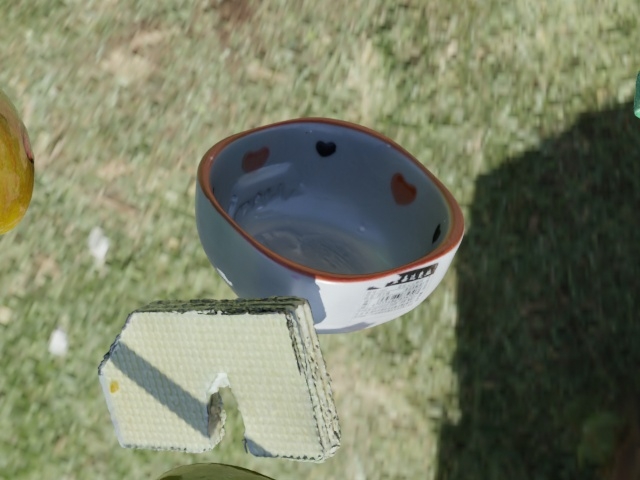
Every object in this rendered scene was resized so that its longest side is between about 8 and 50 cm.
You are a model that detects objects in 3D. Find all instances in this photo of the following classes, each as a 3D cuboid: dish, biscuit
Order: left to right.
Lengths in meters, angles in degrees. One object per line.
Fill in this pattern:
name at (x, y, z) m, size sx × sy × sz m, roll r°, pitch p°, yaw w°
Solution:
biscuit at (-0.096, 0.123, 1.768) m, size 0.250 × 0.046 × 0.147 m, roll -3°, pitch 110°, yaw 37°
dish at (0.000, 0.000, 1.894) m, size 0.256 × 0.256 × 0.117 m, roll 15°, pitch 128°, yaw -1°

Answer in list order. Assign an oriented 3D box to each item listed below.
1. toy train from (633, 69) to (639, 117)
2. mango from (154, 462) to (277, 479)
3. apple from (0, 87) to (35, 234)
toy train at (0.210, -0.122, 1.011) m, size 0.105 × 0.178 × 0.071 m, roll 26°, pitch 150°, yaw -35°
mango at (-0.030, 0.219, 1.267) m, size 0.237 × 0.091 × 0.137 m, roll 20°, pitch 133°, yaw 36°
apple at (-0.305, -0.052, 1.502) m, size 0.182 × 0.182 × 0.155 m, roll -24°, pitch 104°, yaw 17°
